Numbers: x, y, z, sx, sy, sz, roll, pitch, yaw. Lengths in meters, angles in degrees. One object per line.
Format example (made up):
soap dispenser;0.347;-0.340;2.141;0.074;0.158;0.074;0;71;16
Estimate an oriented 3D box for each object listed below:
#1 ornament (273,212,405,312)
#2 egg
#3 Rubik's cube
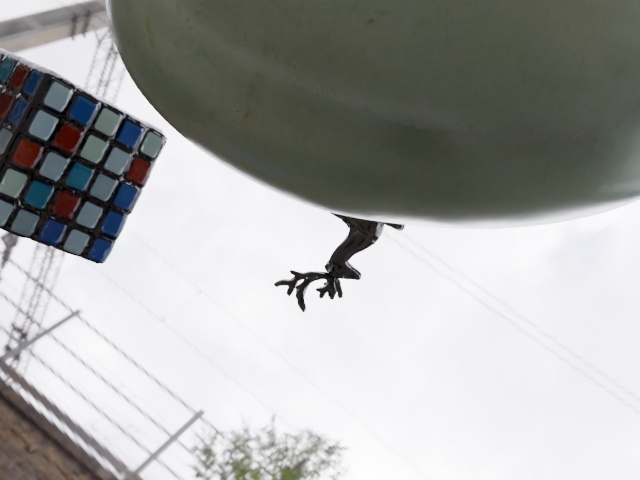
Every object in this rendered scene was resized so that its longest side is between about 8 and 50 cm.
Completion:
ornament;0.000;0.000;1.522;0.202;0.080;0.236;39;-84;14
egg;0.062;-0.121;0.517;0.371;0.230;0.230;11;-58;-8
Rubik's cube;-0.326;-0.100;1.033;0.187;0.182;0.184;22;-95;41
